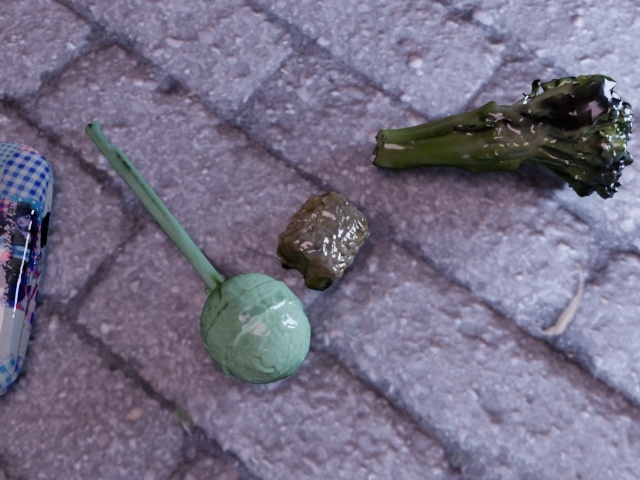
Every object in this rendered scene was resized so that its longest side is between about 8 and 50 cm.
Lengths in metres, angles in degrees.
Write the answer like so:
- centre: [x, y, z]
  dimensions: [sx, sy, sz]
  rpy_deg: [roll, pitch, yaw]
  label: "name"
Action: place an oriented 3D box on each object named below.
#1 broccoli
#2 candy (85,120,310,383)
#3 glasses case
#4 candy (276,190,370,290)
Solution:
- centre: [0.213, -0.119, 0.805]
  dimensions: [0.304, 0.165, 0.145]
  rpy_deg: [-1, 103, 16]
  label: "broccoli"
- centre: [-0.174, -0.003, 0.801]
  dimensions: [0.119, 0.119, 0.440]
  rpy_deg: [-40, 67, -11]
  label: "candy"
- centre: [-0.407, 0.031, 0.799]
  dimensions: [0.125, 0.076, 0.327]
  rpy_deg: [1, 71, 2]
  label: "glasses case"
- centre: [0.000, 0.000, 0.796]
  dimensions: [0.095, 0.085, 0.110]
  rpy_deg: [40, 66, 5]
  label: "candy"
